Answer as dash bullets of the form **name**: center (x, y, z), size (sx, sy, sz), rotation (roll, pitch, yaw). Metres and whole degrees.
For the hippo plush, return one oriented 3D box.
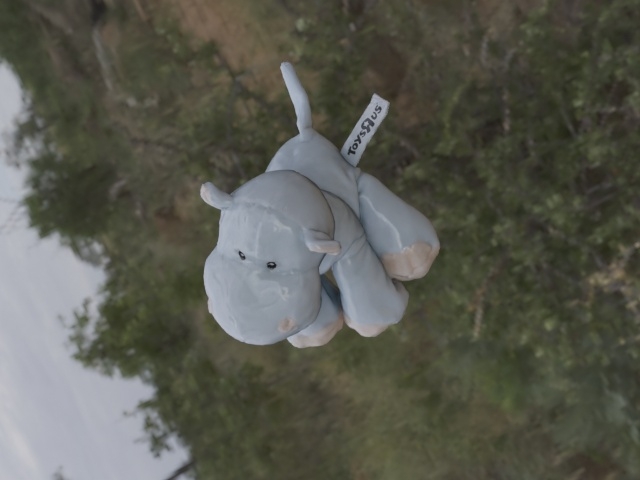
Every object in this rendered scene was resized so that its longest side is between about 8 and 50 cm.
- **hippo plush**: center (0.000, 0.000, 1.223), size (0.236, 0.234, 0.294), rotation (-48, -22, -74)
